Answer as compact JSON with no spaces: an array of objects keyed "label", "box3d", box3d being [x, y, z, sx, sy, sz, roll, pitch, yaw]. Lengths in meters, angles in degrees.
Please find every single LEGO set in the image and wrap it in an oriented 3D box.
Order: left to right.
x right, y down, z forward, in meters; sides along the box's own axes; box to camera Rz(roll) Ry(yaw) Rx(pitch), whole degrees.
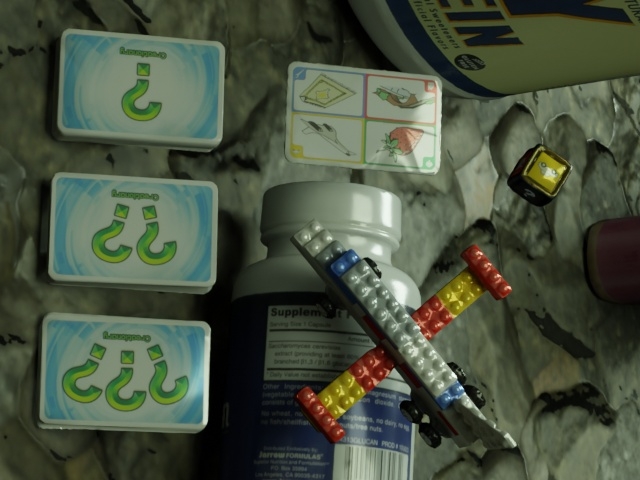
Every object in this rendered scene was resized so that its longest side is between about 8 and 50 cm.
[{"label":"LEGO set","box3d":[0.000,0.000,0.875,0.244,0.060,0.182,5,79,-14]}]

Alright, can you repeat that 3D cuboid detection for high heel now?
[{"label":"high heel","box3d":[0.349,0.004,1.329,0.377,0.181,0.127,-12,94,-52]}]

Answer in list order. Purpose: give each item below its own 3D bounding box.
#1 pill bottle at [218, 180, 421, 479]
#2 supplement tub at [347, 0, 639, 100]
[{"label":"pill bottle","box3d":[0.001,0.061,0.941,0.094,0.094,0.169,20,69,-49]},{"label":"supplement tub","box3d":[0.186,-0.208,1.030,0.235,0.325,0.235,11,76,-51]}]
